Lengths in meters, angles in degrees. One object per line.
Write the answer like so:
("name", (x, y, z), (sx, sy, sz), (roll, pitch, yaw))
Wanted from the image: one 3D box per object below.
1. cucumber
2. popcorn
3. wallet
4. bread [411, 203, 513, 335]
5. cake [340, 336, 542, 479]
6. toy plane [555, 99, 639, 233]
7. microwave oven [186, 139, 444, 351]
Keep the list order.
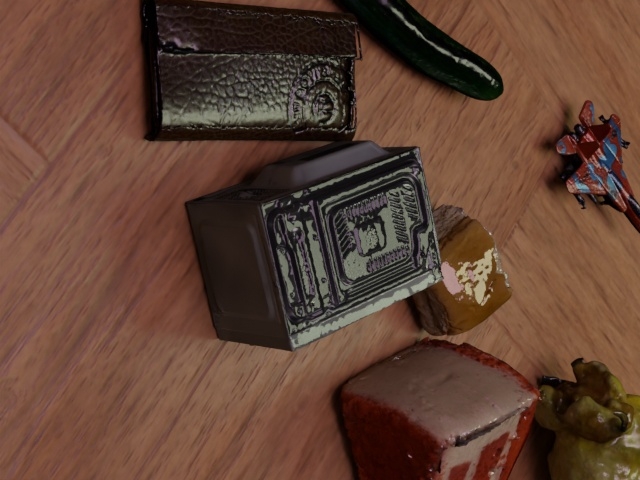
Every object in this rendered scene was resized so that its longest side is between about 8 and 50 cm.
("cucumber", (0.092, -0.218, 1.400), (0.284, 0.056, 0.056), (31, 72, -33))
("popcorn", (0.344, 0.233, 1.565), (0.168, 0.173, 0.195), (-17, 114, 4))
("wallet", (-0.059, -0.159, 1.278), (0.243, 0.039, 0.132), (-2, 94, -41))
("bread", (0.145, 0.037, 1.436), (0.106, 0.082, 0.125), (-45, 122, -38))
("cake", (0.099, 0.233, 1.427), (0.158, 0.160, 0.262), (-21, 140, -39))
("toy plane", (0.345, -0.072, 1.623), (0.130, 0.061, 0.189), (-53, 127, -27))
("microwave oven", (0.000, 0.000, 1.281), (0.208, 0.122, 0.162), (-23, 107, -38))
